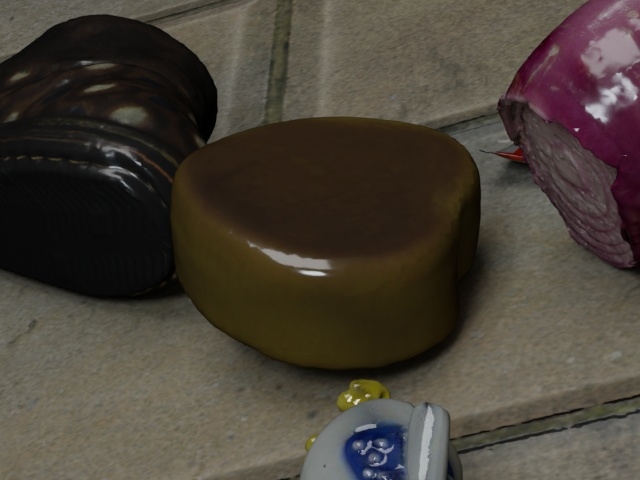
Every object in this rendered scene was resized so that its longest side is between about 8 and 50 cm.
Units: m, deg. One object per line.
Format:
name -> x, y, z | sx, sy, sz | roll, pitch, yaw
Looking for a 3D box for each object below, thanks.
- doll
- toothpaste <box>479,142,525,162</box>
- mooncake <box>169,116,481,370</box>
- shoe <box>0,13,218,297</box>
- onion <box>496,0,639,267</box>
doll -> 0.051, 0.173, 1.014 | 0.138, 0.119, 0.293 | -61, 25, 15
toothpaste -> 0.266, -0.073, 1.376 | 0.301, 0.048, 0.075 | 1, 39, 37
mooncake -> 0.000, 0.000, 1.313 | 0.235, 0.117, 0.235 | -2, 33, 1
shoe -> -0.178, -0.082, 1.537 | 0.237, 0.171, 0.384 | -43, 28, -28
onion -> 0.232, -0.089, 1.241 | 0.200, 0.207, 0.200 | -29, 32, 20
